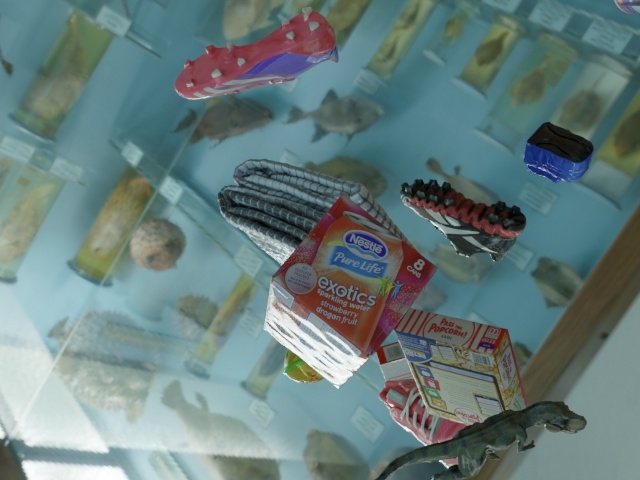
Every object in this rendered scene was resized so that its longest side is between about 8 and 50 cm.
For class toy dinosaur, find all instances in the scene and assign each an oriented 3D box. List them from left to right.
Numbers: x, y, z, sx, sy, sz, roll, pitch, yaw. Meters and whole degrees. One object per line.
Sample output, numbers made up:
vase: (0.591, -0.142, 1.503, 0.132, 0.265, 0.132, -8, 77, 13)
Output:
toy dinosaur: (0.177, 0.253, 0.904, 0.118, 0.268, 0.064, 84, 164, -54)

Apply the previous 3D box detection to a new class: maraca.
maraca: (0.004, 0.241, 1.624, 0.099, 0.186, 0.127, 63, 172, 10)

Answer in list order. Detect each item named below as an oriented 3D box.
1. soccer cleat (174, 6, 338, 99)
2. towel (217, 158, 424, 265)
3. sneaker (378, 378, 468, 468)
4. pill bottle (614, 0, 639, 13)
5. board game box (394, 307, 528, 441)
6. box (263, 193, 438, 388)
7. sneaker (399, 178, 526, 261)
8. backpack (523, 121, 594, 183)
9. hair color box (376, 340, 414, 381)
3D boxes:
soccer cleat: (-0.092, -0.253, 1.116, 0.095, 0.248, 0.083, 57, -167, -50)
towel: (0.000, 0.000, 1.173, 0.284, 0.121, 0.235, 21, 162, 43)
sneaker: (0.176, 0.300, 1.284, 0.136, 0.116, 0.314, 30, 171, -7)
pill bottle: (0.730, -0.548, 1.656, 0.108, 0.108, 0.193, 31, -169, -14)
board game box: (0.195, 0.183, 1.032, 0.147, 0.045, 0.193, 10, 139, 36)
box: (0.023, 0.069, 0.862, 0.128, 0.122, 0.257, 38, 162, 7)
sneaker: (0.287, -0.038, 1.605, 0.276, 0.135, 0.097, 22, -144, 20)
backpack: (0.484, -0.170, 1.532, 0.120, 0.098, 0.101, 26, 147, 28)
hair color box: (0.197, 0.310, 1.893, 0.167, 0.093, 0.053, 69, -175, -54)
